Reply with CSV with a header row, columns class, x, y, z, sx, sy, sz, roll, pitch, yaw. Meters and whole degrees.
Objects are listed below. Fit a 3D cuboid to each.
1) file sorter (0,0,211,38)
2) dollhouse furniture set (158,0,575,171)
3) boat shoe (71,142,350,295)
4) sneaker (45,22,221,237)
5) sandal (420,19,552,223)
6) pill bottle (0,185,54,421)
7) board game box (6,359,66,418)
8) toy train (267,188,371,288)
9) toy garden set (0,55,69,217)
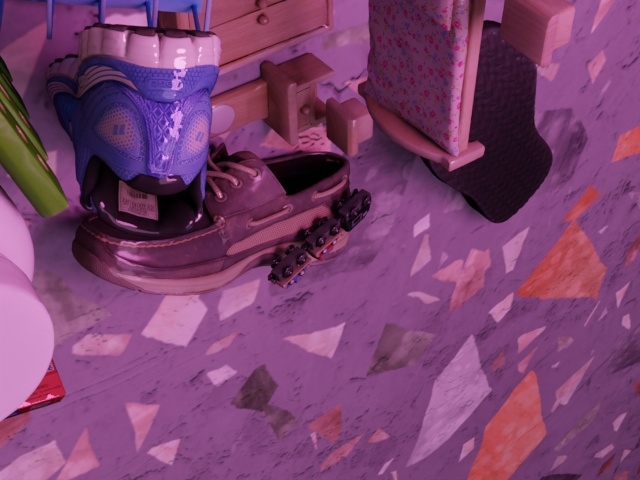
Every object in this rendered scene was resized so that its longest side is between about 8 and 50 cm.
class,x,y,z,sx,sy,sz,roll,pitch,yaw
file sorter,-0.168,-0.220,0.828,0.170,0.104,0.118,2,126,-13
dollhouse furniture set,0.018,-0.128,0.934,0.173,0.355,0.303,-26,139,-24
boat shoe,-0.102,-0.038,1.111,0.355,0.132,0.130,-13,122,-48
sneaker,-0.161,-0.077,0.869,0.129,0.330,0.147,3,89,-14
sandal,0.184,-0.138,1.313,0.167,0.107,0.446,-46,156,-2
pill bottle,-0.313,-0.006,0.757,0.176,0.318,0.176,-25,137,-26
board game box,-0.385,0.117,0.952,0.281,0.145,0.027,-15,162,-35
toy train,0.000,0.000,1.129,0.158,0.027,0.036,-42,149,-30
toy garden set,-0.273,-0.141,0.739,0.049,0.244,0.204,-32,131,-5
